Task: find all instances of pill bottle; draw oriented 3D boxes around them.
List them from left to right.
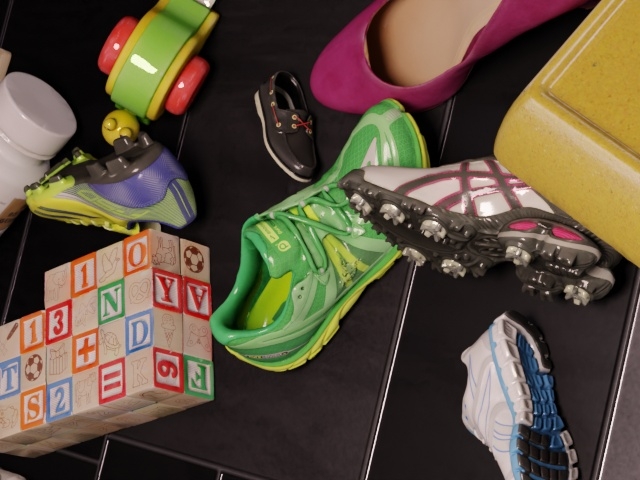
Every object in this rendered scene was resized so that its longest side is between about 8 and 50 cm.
[{"bbox_3d":[-0.393,-0.084,1.992,0.229,0.131,0.131,-45,51,24],"label":"pill bottle"}]

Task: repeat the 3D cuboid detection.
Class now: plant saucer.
[{"bbox_3d":[0.322,-0.133,1.315,0.333,0.081,0.333,-50,48,2],"label":"plant saucer"}]

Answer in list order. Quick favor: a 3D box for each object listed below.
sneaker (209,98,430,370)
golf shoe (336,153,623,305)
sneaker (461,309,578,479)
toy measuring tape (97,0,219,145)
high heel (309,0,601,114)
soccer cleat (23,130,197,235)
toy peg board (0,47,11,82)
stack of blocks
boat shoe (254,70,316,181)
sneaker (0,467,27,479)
[{"bbox_3d":[0.000,0.000,1.598,0.109,0.123,0.295,44,109,38],"label":"sneaker"},{"bbox_3d":[0.147,-0.030,1.486,0.272,0.105,0.120,16,65,29],"label":"golf shoe"},{"bbox_3d":[0.161,0.160,1.445,0.083,0.071,0.191,-36,46,37],"label":"sneaker"},{"bbox_3d":[-0.148,-0.241,1.818,0.121,0.121,0.330,42,107,42],"label":"toy measuring tape"},{"bbox_3d":[0.099,-0.207,1.522,0.377,0.181,0.127,-25,75,36],"label":"high heel"},{"bbox_3d":[-0.234,-0.042,1.858,0.093,0.121,0.289,-44,20,-28],"label":"soccer cleat"},{"bbox_3d":[-0.489,-0.183,2.152,0.160,0.079,0.161,16,89,45],"label":"toy peg board"},{"bbox_3d":[-0.249,0.116,1.823,0.297,0.087,0.171,-21,63,37],"label":"stack of blocks"},{"bbox_3d":[-0.031,-0.116,1.718,0.042,0.049,0.133,-47,45,33],"label":"boat shoe"},{"bbox_3d":[-0.385,0.279,1.908,0.121,0.099,0.262,-45,58,14],"label":"sneaker"}]
